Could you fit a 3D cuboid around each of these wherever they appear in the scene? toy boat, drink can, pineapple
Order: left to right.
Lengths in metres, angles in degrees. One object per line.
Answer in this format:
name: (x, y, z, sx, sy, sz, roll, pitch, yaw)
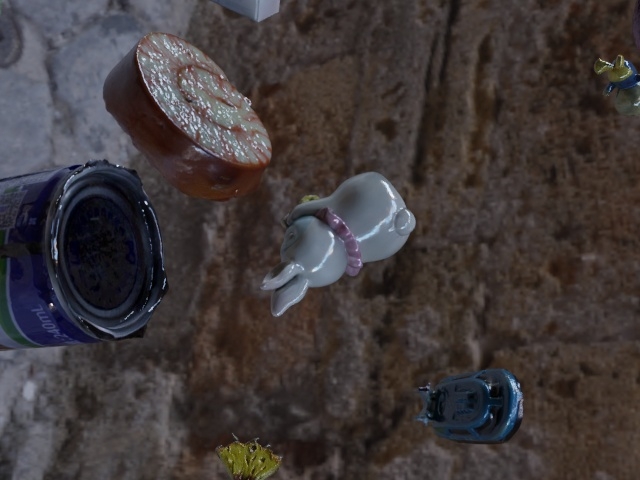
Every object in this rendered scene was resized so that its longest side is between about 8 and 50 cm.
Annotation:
drink can: (-0.207, 0.018, 0.534, 0.097, 0.235, 0.097, -8, 90, -66)
pineapple: (-0.150, 0.456, 1.932, 0.069, 0.137, 0.116, 98, 6, -64)
toy boat: (0.266, 0.310, 1.794, 0.092, 0.299, 0.134, 9, 75, -17)

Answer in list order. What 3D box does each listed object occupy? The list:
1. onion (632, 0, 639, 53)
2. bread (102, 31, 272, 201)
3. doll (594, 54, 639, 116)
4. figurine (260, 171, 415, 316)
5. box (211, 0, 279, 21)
onion: (0.434, -0.256, 1.062, 0.153, 0.177, 0.177, 68, 31, -45)
bread: (-0.235, -0.218, 1.720, 0.328, 0.114, 0.295, 54, 27, 11)
doll: (0.605, -0.296, 1.885, 0.179, 0.102, 0.089, 28, 70, -34)
figurine: (0.000, 0.000, 1.344, 0.235, 0.155, 0.127, -30, 136, -15)
box: (-0.113, -0.368, 1.238, 0.051, 0.130, 0.129, -40, 149, -43)
